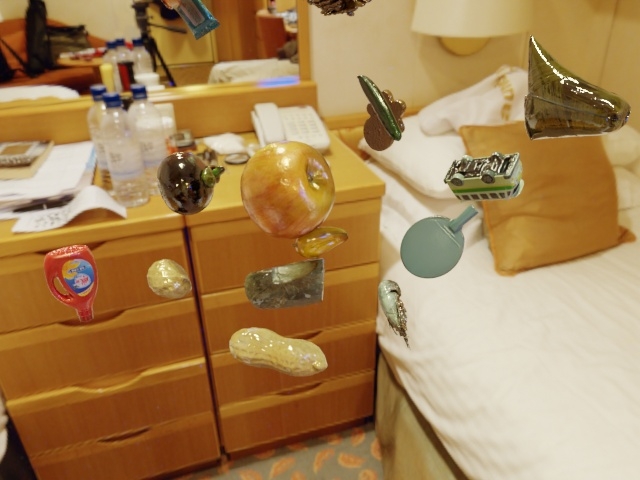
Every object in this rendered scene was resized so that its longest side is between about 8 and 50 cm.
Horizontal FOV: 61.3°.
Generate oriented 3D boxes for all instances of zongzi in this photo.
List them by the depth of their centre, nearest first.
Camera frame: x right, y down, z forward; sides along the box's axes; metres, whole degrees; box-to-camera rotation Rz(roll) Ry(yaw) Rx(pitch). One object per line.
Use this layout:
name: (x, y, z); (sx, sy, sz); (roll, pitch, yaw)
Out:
zongzi: (0.692, -0.437, 1.491); (0.138, 0.300, 0.286); (-16, 14, -35)

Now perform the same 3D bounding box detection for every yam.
yam: (-0.092, 0.141, 1.682); (0.254, 0.154, 0.154); (-13, 26, 12)

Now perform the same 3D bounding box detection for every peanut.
peanut: (-0.109, 0.290, 1.404); (0.263, 0.101, 0.117); (12, 22, 10)
peanut: (-0.526, 0.135, 1.869); (0.159, 0.109, 0.140); (43, 11, 28)

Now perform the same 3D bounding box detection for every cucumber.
cucumber: (0.198, -0.444, 1.783); (0.056, 0.056, 0.284); (-16, 68, -25)

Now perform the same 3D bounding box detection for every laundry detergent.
laundry detergent: (-0.508, 0.096, 1.117); (0.097, 0.165, 0.049); (-15, 25, -28)

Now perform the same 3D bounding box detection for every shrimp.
shrimp: (0.236, 0.231, 1.679); (0.079, 0.090, 0.233); (-8, 69, -26)

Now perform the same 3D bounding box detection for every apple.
apple: (-0.089, -0.149, 1.556); (0.233, 0.286, 0.286); (-12, 15, 43)

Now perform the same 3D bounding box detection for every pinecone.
pinecone: (0.031, -0.631, 1.315); (0.195, 0.150, 0.179); (4, 11, -39)

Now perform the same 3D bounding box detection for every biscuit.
biscuit: (0.235, -0.440, 2.009); (0.180, 0.236, 0.039); (44, 46, 19)

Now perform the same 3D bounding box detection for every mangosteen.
mangosteen: (-0.436, -0.196, 1.799); (0.216, 0.216, 0.216); (-1, 28, 1)

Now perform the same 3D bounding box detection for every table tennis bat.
table tennis bat: (0.435, -0.004, 1.955); (0.215, 0.329, 0.044); (48, 10, 8)

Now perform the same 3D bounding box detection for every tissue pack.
tissue pack: (-0.344, -0.623, 1.460); (0.085, 0.138, 0.028); (-23, 31, 21)

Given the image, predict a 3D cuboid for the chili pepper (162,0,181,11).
chili pepper: (-0.395, -0.637, 1.354); (0.045, 0.027, 0.178); (-14, -13, 6)

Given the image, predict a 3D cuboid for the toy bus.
toy bus: (0.635, -0.235, 2.068); (0.276, 0.165, 0.134); (2, 50, 45)

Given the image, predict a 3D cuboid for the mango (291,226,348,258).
mango: (0.000, 0.000, 1.640); (0.187, 0.101, 0.066); (-15, 52, -18)
